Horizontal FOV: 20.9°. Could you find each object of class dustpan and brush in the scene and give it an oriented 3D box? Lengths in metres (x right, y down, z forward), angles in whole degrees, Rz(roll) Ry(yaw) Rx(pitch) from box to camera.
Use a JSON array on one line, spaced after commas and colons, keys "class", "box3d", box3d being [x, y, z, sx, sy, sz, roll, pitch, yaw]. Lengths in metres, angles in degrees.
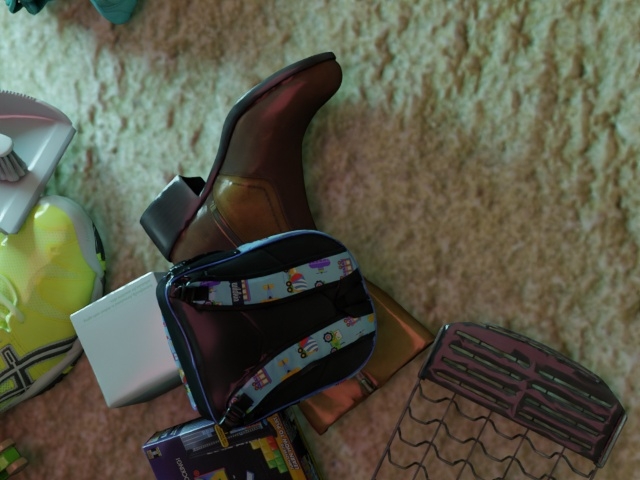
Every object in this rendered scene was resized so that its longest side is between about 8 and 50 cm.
[{"class": "dustpan and brush", "box3d": [-0.364, -0.104, 1.688, 0.211, 0.060, 0.147, 18, 60, 13]}]

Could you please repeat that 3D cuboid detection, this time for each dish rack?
[{"class": "dish rack", "box3d": [0.144, 0.218, 1.564, 0.208, 0.074, 0.272, 26, 96, 5]}]

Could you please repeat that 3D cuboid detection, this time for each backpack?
[{"class": "backpack", "box3d": [-0.045, 0.072, 1.551, 0.173, 0.117, 0.158, -22, 94, -14]}]

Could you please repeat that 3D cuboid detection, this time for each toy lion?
[{"class": "toy lion", "box3d": [-0.343, 0.246, 1.727, 0.100, 0.096, 0.034, -33, 78, -27]}]

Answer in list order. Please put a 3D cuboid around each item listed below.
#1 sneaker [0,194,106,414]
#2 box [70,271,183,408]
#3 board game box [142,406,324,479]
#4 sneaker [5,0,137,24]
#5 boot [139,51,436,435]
[{"class": "sneaker", "box3d": [-0.350, 0.121, 1.692, 0.145, 0.147, 0.385, 39, 99, 15]}, {"class": "box", "box3d": [-0.165, 0.095, 1.666, 0.101, 0.087, 0.102, -28, 82, 15]}, {"class": "board game box", "box3d": [-0.068, 0.241, 1.635, 0.141, 0.048, 0.170, -22, 99, 15]}, {"class": "sneaker", "box3d": [-0.301, -0.278, 1.707, 0.275, 0.107, 0.110, 13, 103, 17]}, {"class": "boot", "box3d": [0.000, 0.000, 1.613, 0.264, 0.096, 0.280, -46, 78, 11]}]
